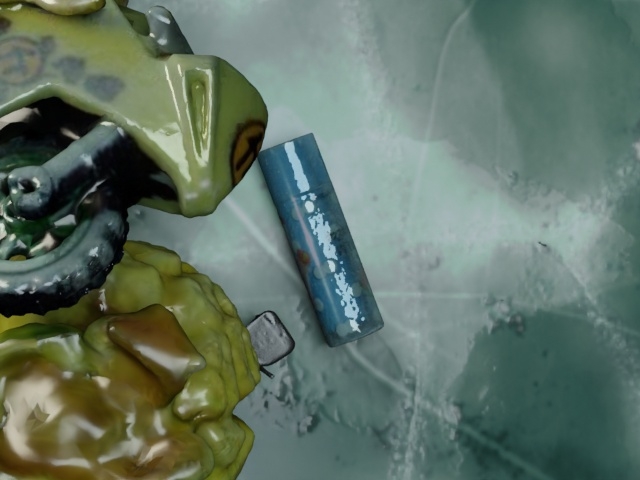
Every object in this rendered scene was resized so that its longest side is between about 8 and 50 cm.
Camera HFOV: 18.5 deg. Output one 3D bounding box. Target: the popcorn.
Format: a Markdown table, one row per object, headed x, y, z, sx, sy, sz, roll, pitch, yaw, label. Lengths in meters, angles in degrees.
| x | y | z | sx | sy | sz | roll | pitch | yaw | label |
| --- | --- | --- | --- | --- | --- | --- | --- | --- | --- |
| -0.156 | 0.128 | 1.336 | 0.224 | 0.258 | 0.270 | 24 | 122 | -18 | popcorn |

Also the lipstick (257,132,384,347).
| x | y | z | sx | sy | sz | roll | pitch | yaw | label |
| --- | --- | --- | --- | --- | --- | --- | --- | --- | --- |
| 0.000 | 0.000 | 1.481 | 0.048 | 0.048 | 0.158 | -21 | 92 | -16 | lipstick |

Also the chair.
| x | y | z | sx | sy | sz | roll | pitch | yaw | label |
| --- | --- | --- | --- | --- | --- | --- | --- | --- | --- |
| -0.041 | 0.076 | 1.444 | 0.042 | 0.086 | 0.037 | -37 | 98 | -10 | chair |

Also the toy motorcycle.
| x | y | z | sx | sy | sz | roll | pitch | yaw | label |
| --- | --- | --- | --- | --- | --- | --- | --- | --- | --- |
| -0.183 | -0.138 | 1.336 | 0.237 | 0.169 | 0.410 | -15 | 59 | -13 | toy motorcycle |
